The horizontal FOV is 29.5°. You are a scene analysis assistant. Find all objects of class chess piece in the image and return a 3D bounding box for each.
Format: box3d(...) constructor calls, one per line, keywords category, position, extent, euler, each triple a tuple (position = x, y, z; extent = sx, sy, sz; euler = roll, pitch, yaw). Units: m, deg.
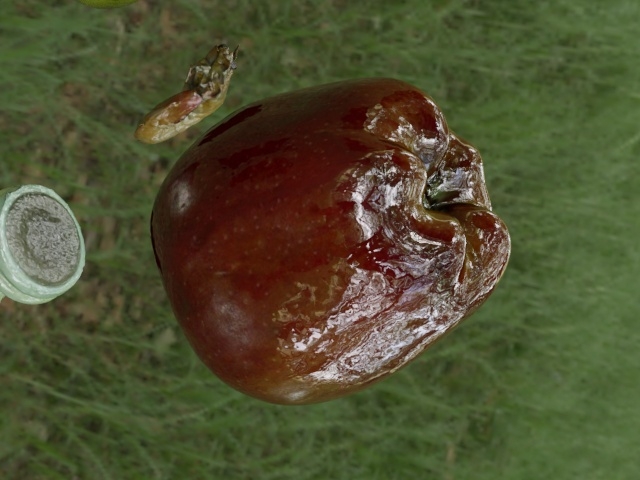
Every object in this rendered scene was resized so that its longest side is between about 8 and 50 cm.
box3d(category="chess piece", position=(-0.501, 0.035, 1.773), extent=(0.175, 0.298, 0.176), euler=(32, 49, -45))

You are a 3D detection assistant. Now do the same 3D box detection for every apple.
box3d(category="apple", position=(0.000, 0.000, 1.099), extent=(0.288, 0.316, 0.288), euler=(29, 50, -41))

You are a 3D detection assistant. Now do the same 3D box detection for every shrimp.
box3d(category="shrimp", position=(-0.190, -0.201, 1.699), extent=(0.152, 0.063, 0.287), euler=(-31, 178, -22))

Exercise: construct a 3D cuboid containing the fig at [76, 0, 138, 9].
box3d(category="fig", position=(-0.295, -0.416, 1.657), extent=(0.225, 0.202, 0.203), euler=(-58, 152, -57))
